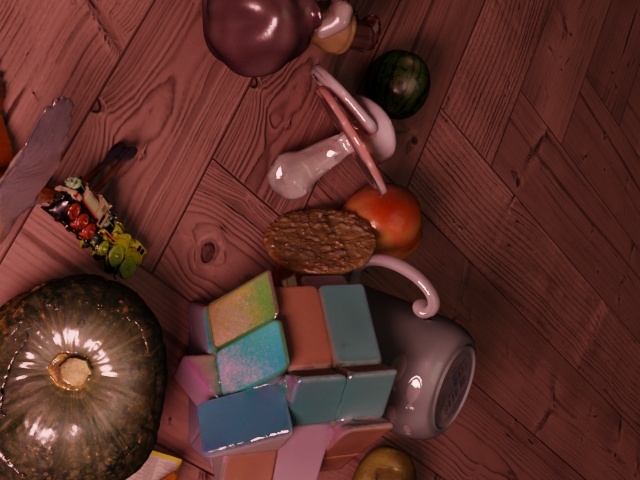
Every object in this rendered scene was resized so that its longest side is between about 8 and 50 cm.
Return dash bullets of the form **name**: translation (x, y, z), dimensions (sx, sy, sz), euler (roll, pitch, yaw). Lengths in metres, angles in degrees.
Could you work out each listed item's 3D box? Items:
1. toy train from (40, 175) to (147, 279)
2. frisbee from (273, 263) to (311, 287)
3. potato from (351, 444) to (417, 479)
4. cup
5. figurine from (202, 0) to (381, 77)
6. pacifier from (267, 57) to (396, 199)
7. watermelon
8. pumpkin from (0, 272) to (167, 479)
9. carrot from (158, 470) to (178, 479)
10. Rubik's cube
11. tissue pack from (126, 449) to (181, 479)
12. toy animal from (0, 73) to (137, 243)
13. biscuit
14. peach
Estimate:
- **toy train**: translation (-0.352, -0.019, 1.421), dimensions (0.085, 0.053, 0.249), euler (-63, 156, -19)
- **frisbee**: translation (-0.019, 0.096, 1.833), dimensions (0.192, 0.035, 0.192), euler (-2, 92, -44)
- **potato**: translation (0.136, 0.564, 1.921), dimensions (0.169, 0.144, 0.248), euler (17, 78, -55)
- **cup**: translation (0.150, 0.200, 1.761), dimensions (0.259, 0.275, 0.356), euler (-32, 134, -49)
- **figurine**: translation (-0.044, -0.415, 1.627), dimensions (0.365, 0.218, 0.206), euler (-20, 139, -35)
- **pacifier**: translation (0.038, -0.185, 1.742), dimensions (0.220, 0.332, 0.273), euler (22, 96, -5)
- **watermelon**: translation (0.161, -0.314, 1.930), dimensions (0.141, 0.141, 0.187), euler (22, 79, -43)
- **pumpkin**: translation (-0.372, 0.210, 1.330), dimensions (0.292, 0.257, 0.327), euler (1, 79, -19)
- **carrot**: translation (-0.355, 0.496, 1.451), dimensions (0.336, 0.069, 0.069), euler (-43, 120, -21)
- **Rubik's cube**: translation (-0.067, 0.236, 1.569), dimensions (0.358, 0.368, 0.387), euler (-2, 94, -23)
- **tissue pack**: translation (-0.330, 0.386, 1.510), dimensions (0.176, 0.062, 0.095), euler (30, 72, -42)
- **toy animal**: translation (-0.450, -0.087, 1.370), dimensions (0.302, 0.225, 0.284), euler (-60, 150, -10)
- **biscuit**: translation (0.000, 0.001, 1.733), dimensions (0.220, 0.220, 0.033), euler (-35, 140, -39)
- **peach**: translation (0.125, -0.032, 1.881), dimensions (0.184, 0.184, 0.184), euler (-1, 92, -45)
